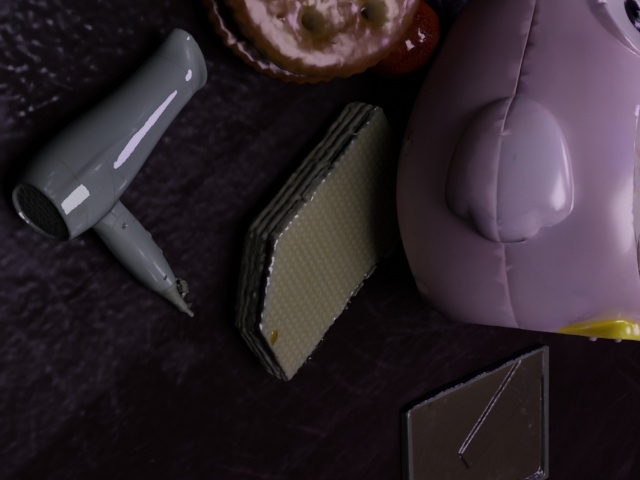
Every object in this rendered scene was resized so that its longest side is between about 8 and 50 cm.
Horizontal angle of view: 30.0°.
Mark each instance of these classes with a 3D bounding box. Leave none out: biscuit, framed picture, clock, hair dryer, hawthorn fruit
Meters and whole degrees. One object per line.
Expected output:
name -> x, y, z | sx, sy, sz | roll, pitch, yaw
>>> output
biscuit -> 0.000, 0.000, 1.169 | 0.252, 0.052, 0.150 | -53, 136, -23
framed picture -> 0.193, 0.248, 1.453 | 0.265, 0.018, 0.192 | -16, 112, -40
clock -> 0.224, -0.090, 1.208 | 0.368, 0.250, 0.376 | 11, 82, -62
hair dryer -> -0.141, -0.030, 1.028 | 0.206, 0.075, 0.237 | -51, 139, -31
biscuit -> -0.005, -0.248, 1.056 | 0.220, 0.066, 0.220 | -3, 96, -30
hawthorn fruit -> 0.076, -0.201, 1.171 | 0.093, 0.093, 0.093 | -14, 111, -42
